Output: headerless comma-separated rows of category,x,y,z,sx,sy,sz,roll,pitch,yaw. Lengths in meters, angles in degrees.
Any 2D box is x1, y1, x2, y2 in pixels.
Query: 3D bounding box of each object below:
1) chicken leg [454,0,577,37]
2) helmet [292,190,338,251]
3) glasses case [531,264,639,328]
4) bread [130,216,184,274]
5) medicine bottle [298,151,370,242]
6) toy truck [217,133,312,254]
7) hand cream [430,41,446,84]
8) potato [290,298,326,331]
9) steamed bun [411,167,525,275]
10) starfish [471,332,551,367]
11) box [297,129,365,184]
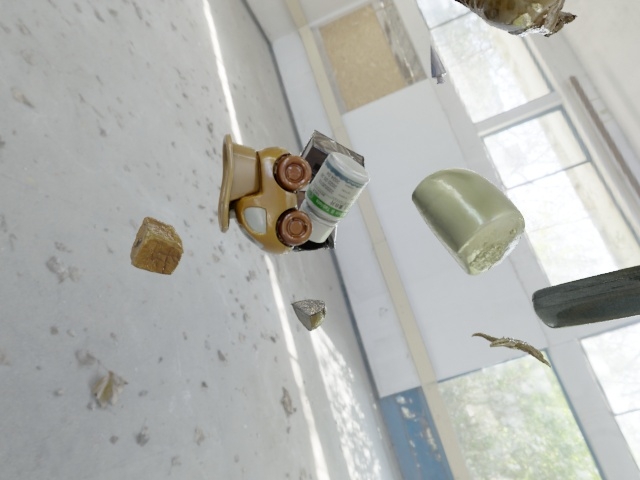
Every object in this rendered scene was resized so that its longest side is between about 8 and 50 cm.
chicken leg,0.456,-0.575,1.005,0.409,0.182,0.295,-9,33,-42
helmet,-0.081,-0.077,1.487,0.338,0.270,0.197,20,73,-41
glasses case,0.723,0.148,1.102,0.131,0.323,0.074,40,46,-28
bread,-0.564,0.025,1.486,0.143,0.149,0.158,20,21,-38
medicine bottle,0.024,-0.118,1.218,0.139,0.237,0.139,28,25,-14
toy truck,-0.138,-0.107,1.045,0.204,0.211,0.288,-166,-105,-73
hand cream,0.404,-0.620,1.509,0.084,0.053,0.142,-44,115,-69
potato,-0.030,0.331,1.896,0.261,0.120,0.100,-171,-114,-69
steamed bun,0.304,-0.049,0.881,0.200,0.154,0.250,58,11,31
starfish,0.692,0.381,1.549,0.235,0.277,0.062,18,86,-50
box,0.042,-0.292,1.687,0.252,0.153,0.188,26,29,-14
